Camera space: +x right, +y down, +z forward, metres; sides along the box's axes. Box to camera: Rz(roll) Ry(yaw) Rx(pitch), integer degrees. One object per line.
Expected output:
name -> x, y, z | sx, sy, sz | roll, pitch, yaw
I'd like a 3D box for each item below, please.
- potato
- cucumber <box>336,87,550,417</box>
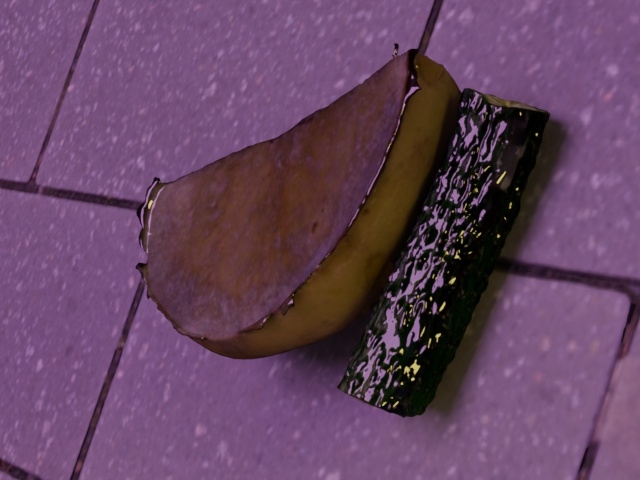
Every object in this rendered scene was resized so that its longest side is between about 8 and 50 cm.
potato -> 0.000, 0.000, 1.001 | 0.243, 0.098, 0.138 | -25, 53, 42
cucumber -> 0.069, 0.006, 0.933 | 0.058, 0.058, 0.187 | 23, 88, 57
